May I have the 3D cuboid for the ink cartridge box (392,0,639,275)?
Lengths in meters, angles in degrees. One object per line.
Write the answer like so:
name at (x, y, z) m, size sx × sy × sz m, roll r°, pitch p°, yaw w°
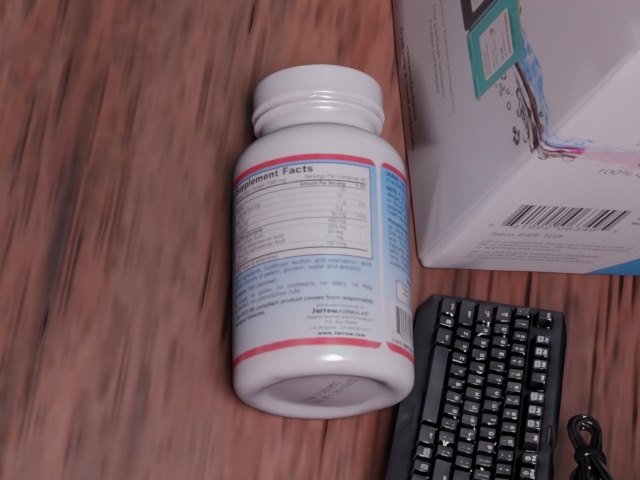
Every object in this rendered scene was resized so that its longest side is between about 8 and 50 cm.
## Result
ink cartridge box at (0.176, -0.118, 0.943) m, size 0.198 × 0.270 × 0.197 m, roll 3°, pitch 68°, yaw -19°

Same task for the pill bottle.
pill bottle at (0.000, 0.000, 0.938) m, size 0.087 × 0.087 × 0.160 m, roll 6°, pitch 67°, yaw -17°

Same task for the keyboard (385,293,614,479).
keyboard at (0.090, 0.093, 0.918) m, size 0.108 × 0.023 × 0.180 m, roll 12°, pitch 41°, yaw 2°
